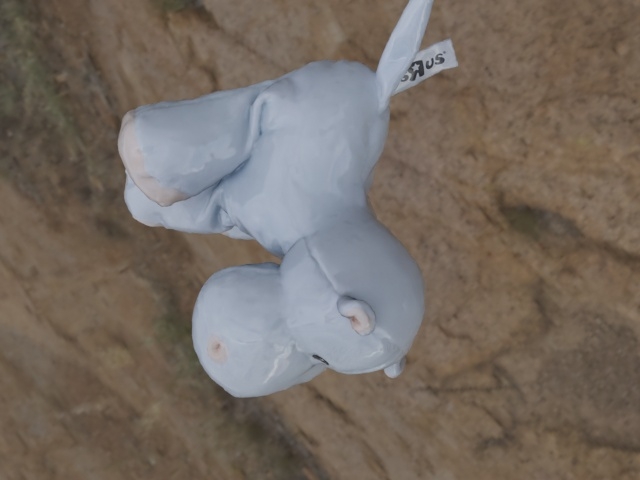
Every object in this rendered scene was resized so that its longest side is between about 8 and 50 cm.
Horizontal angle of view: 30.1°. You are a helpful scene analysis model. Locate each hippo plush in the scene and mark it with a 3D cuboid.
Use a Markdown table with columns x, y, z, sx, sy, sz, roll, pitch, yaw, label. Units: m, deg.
| x | y | z | sx | sy | sz | roll | pitch | yaw | label |
| --- | --- | --- | --- | --- | --- | --- | --- | --- | --- |
| 0.000 | 0.000 | 0.926 | 0.294 | 0.234 | 0.237 | -19 | 74 | 9 | hippo plush |
